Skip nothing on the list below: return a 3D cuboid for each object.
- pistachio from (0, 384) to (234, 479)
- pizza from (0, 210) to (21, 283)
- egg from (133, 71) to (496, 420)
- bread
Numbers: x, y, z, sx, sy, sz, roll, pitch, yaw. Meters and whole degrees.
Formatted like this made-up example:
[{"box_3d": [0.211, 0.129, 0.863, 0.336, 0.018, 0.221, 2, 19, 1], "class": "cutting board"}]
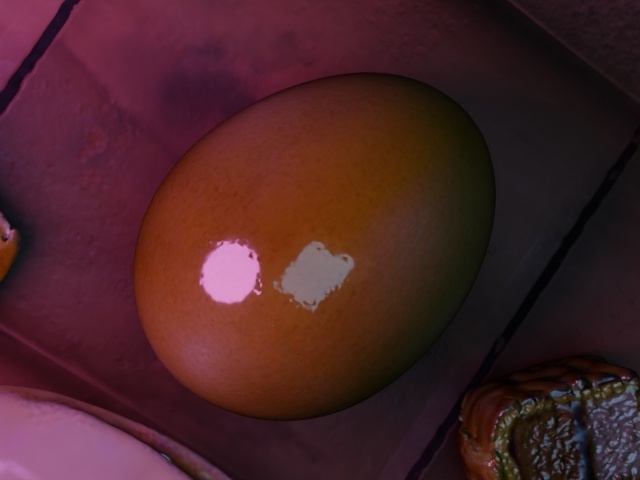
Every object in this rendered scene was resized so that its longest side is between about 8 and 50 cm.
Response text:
[{"box_3d": [-0.194, 0.302, 1.168, 0.445, 0.281, 0.365, 43, 111, -9], "class": "pistachio"}, {"box_3d": [-0.376, -0.039, 1.184, 0.189, 0.071, 0.297, -40, 104, -7], "class": "pizza"}, {"box_3d": [0.000, 0.000, 1.201, 0.322, 0.250, 0.250, -40, 105, -17], "class": "egg"}, {"box_3d": [0.227, 0.223, 1.370, 0.181, 0.096, 0.222, -19, 103, -13], "class": "bread"}]
